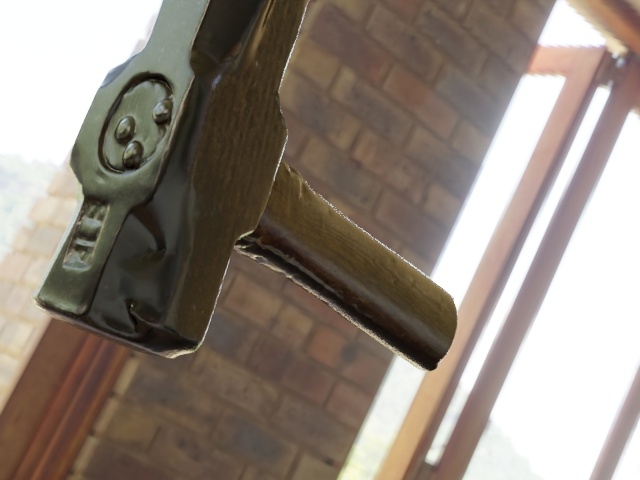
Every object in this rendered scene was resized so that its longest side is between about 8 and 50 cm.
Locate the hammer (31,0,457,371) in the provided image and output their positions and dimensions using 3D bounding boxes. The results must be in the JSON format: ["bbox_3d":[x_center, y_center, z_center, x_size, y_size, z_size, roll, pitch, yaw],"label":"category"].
[{"bbox_3d":[0.000,0.000,0.821,0.095,0.242,0.409,11,-15,37],"label":"hammer"}]
